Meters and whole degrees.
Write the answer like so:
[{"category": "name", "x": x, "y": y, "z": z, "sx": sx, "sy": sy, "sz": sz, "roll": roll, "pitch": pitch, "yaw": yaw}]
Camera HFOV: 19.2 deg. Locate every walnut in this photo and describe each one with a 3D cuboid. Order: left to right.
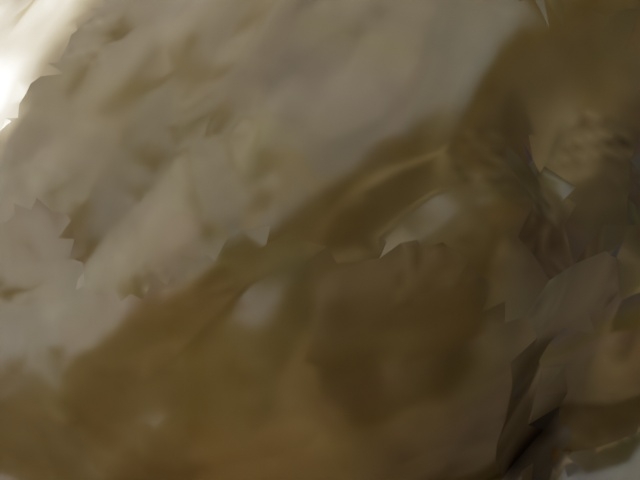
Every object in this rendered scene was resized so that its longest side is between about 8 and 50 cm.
[{"category": "walnut", "x": 0.009, "y": -0.003, "z": 0.717, "sx": 0.383, "sy": 0.383, "sz": 0.383, "roll": -33, "pitch": 36, "yaw": 28}]
